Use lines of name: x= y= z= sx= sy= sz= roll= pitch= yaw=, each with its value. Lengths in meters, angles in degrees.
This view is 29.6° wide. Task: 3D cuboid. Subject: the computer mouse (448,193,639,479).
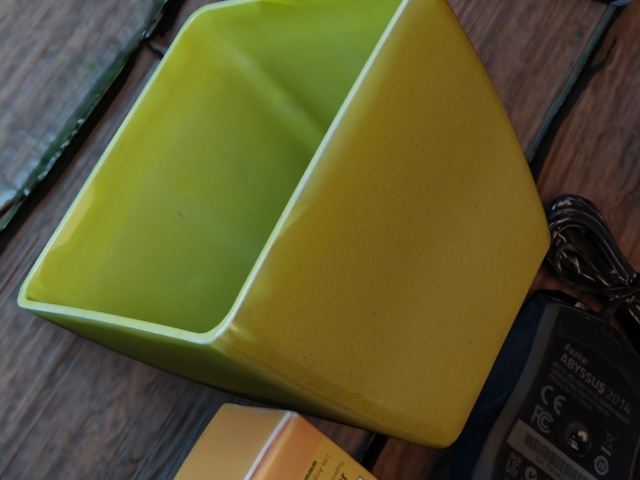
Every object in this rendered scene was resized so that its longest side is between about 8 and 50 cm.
computer mouse: x=0.162 y=0.121 z=0.808 sx=0.188 sy=0.072 sz=0.272 roll=43 pitch=57 yaw=-14

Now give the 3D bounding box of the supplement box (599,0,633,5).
supplement box: x=0.136 y=-0.254 z=0.824 sx=0.240 sy=0.073 sz=0.130 roll=8 pitch=82 yaw=-24

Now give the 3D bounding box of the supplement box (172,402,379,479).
supplement box: x=0.023 y=0.189 z=0.688 sx=0.233 sy=0.078 sz=0.080 roll=42 pitch=65 yaw=-25

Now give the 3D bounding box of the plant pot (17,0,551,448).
plant pot: x=0.000 y=0.000 z=0.670 sx=0.187 sy=0.212 sz=0.212 roll=39 pitch=69 yaw=-32
